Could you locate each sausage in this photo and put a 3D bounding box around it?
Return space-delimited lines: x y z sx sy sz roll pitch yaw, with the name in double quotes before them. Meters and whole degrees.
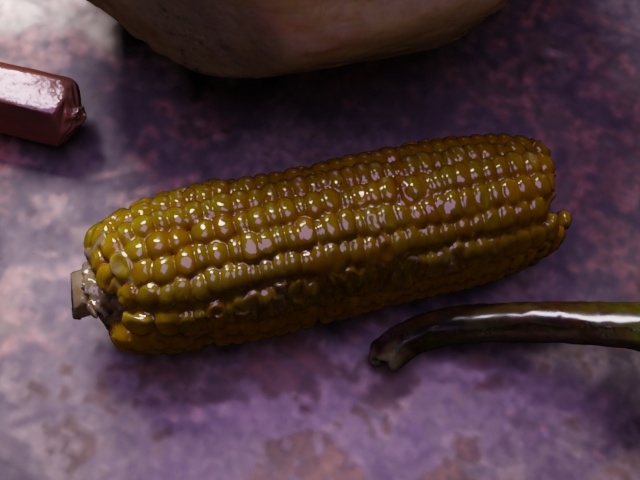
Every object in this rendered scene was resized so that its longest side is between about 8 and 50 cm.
"sausage" -0.172 -0.069 0.510 0.147 0.035 0.030 12 102 0

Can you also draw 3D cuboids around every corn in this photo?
"corn" 0.000 0.000 0.473 0.207 0.068 0.068 -13 71 -5

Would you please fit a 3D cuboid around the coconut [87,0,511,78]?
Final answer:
"coconut" -0.003 -0.199 0.459 0.259 0.259 0.259 1 71 -2

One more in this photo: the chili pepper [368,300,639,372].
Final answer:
"chili pepper" 0.200 0.045 0.432 0.338 0.131 0.135 26 62 9
